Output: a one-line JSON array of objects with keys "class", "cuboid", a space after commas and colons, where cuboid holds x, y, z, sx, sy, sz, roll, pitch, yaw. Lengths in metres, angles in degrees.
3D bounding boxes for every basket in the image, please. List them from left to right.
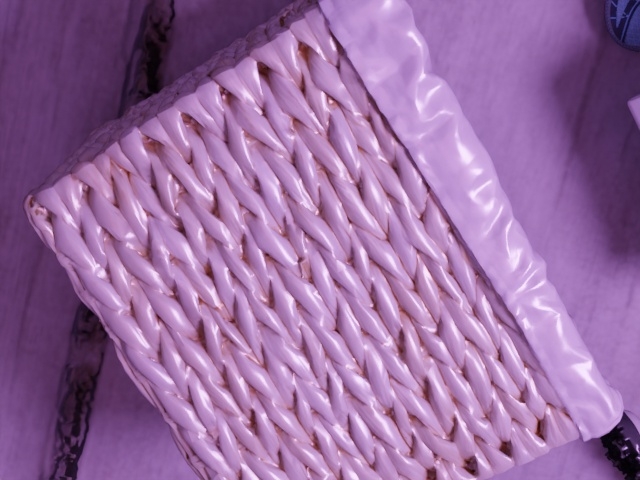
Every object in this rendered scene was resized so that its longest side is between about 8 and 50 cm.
[{"class": "basket", "cuboid": [0.000, 0.000, 0.843, 0.266, 0.328, 0.331, -29, 103, 6]}]

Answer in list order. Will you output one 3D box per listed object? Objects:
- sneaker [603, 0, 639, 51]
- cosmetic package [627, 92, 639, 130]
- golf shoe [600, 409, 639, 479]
[{"class": "sneaker", "cuboid": [0.291, -0.202, 0.852, 0.104, 0.262, 0.125, 26, 59, -14]}, {"class": "cosmetic package", "cuboid": [0.433, -0.095, 0.817, 0.366, 0.155, 0.197, -21, 95, 41]}, {"class": "golf shoe", "cuboid": [0.327, 0.204, 1.040, 0.094, 0.077, 0.198, -44, 108, -4]}]
